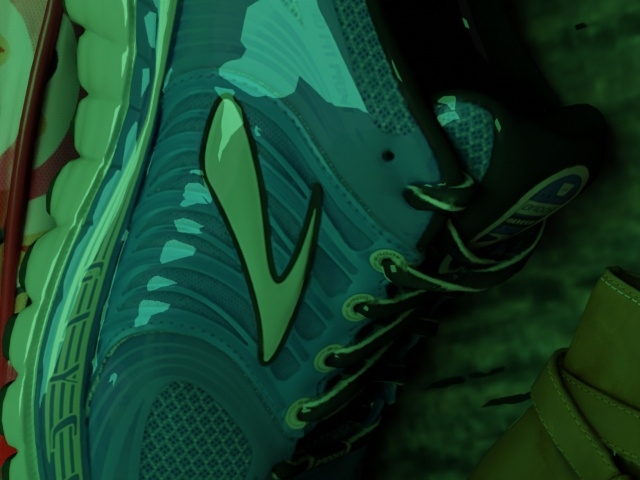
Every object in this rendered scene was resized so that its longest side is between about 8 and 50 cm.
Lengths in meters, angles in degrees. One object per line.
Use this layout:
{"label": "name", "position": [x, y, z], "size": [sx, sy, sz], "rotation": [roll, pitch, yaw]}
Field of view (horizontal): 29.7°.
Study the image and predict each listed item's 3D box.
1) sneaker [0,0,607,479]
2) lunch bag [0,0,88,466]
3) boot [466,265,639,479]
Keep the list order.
{"label": "sneaker", "position": [0.000, 0.000, 0.356], "size": [0.147, 0.130, 0.330], "rotation": [11, 107, 25]}
{"label": "lunch bag", "position": [-0.177, -0.068, 0.488], "size": [0.293, 0.120, 0.258], "rotation": [20, 105, 33]}
{"label": "boot", "position": [0.117, 0.108, 0.310], "size": [0.197, 0.073, 0.152], "rotation": [30, 102, 30]}
